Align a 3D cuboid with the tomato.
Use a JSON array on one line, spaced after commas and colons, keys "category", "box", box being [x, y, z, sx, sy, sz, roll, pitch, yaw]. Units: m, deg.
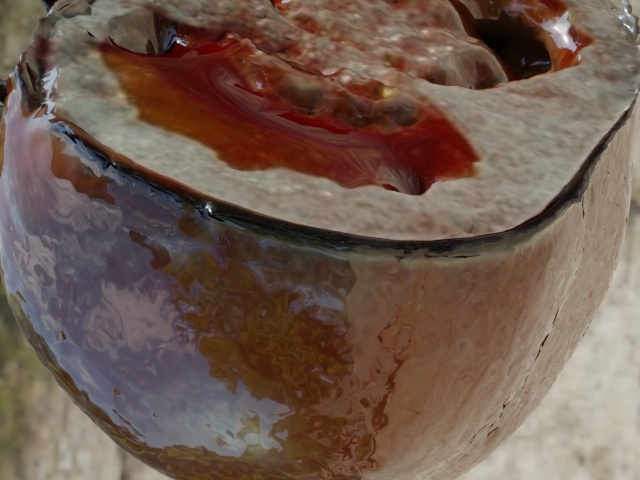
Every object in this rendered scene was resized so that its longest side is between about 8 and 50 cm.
[{"category": "tomato", "box": [0.000, 0.000, 0.610, 0.214, 0.180, 0.155, -37, -37, -49]}]
